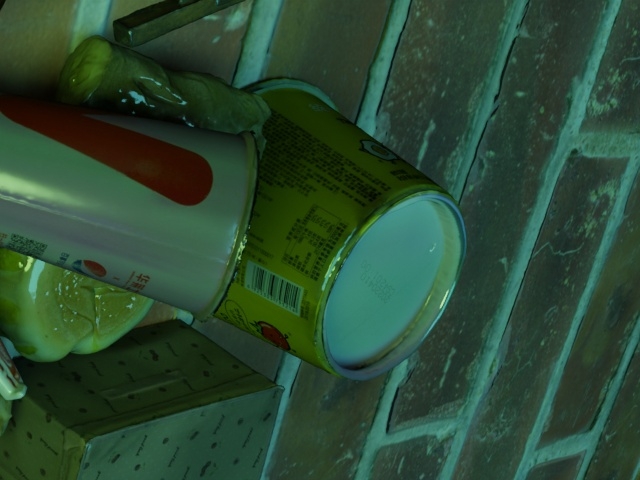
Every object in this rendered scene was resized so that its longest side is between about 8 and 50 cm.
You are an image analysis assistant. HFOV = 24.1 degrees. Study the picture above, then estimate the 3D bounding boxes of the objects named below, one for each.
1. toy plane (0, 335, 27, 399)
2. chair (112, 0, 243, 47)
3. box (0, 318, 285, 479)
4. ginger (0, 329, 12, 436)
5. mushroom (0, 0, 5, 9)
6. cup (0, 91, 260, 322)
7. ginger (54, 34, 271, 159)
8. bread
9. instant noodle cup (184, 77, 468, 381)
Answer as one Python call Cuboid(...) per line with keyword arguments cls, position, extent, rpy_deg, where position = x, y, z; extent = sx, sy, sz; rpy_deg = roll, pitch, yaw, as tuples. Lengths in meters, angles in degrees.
Cuboid(cls="toy plane", position=(-0.371, 0.062, 1.399), extent=(0.118, 0.252, 0.252), rpy_deg=(-34, 148, 15))
Cuboid(cls="chair", position=(-0.075, -0.370, 1.458), extent=(0.416, 0.203, 0.240), rpy_deg=(-22, 127, -38))
Cuboid(cls="box", position=(-0.229, 0.246, 1.727), extent=(0.297, 0.190, 0.225), rpy_deg=(-10, 123, -45))
Cuboid(cls="ginger", position=(-0.386, 0.131, 1.521), extent=(0.115, 0.122, 0.193), rpy_deg=(-45, 140, 10))
Cuboid(cls="mushroom", position=(-0.369, -0.257, 1.203), extent=(0.297, 0.163, 0.278), rpy_deg=(12, 104, -48))
Cuboid(cls="cup", position=(-0.224, -0.050, 1.440), extent=(0.288, 0.203, 0.203), rpy_deg=(14, 107, -18))
Cuboid(cls="ginger", position=(-0.163, -0.130, 1.582), extent=(0.116, 0.109, 0.263), rpy_deg=(-36, 144, 30))
Cuboid(cls="bread", position=(-0.262, 0.026, 1.594), extent=(0.213, 0.105, 0.213), rpy_deg=(-25, 130, -34))
Cuboid(cls="instant noodle cup", position=(0.000, 0.000, 1.767), extent=(0.325, 0.254, 0.325), rpy_deg=(-29, 134, -35))
